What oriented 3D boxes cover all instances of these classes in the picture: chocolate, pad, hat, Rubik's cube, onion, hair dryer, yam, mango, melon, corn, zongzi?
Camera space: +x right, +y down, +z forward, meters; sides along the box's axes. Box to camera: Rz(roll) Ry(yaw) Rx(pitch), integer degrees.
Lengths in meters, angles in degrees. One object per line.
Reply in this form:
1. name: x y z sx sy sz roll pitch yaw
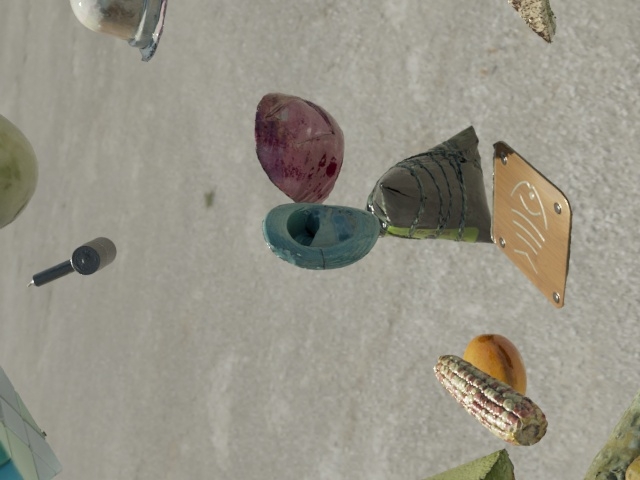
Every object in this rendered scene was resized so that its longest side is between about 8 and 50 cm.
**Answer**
1. chocolate: -0.329 -0.401 1.403 0.221 0.147 0.221 -172 90 -72
2. pad: 0.439 -0.038 1.833 0.286 0.018 0.284 -125 22 -50
3. hat: 0.000 0.000 1.414 0.138 0.190 0.078 -83 -4 -48
4. Rubik's cube: -0.470 0.295 1.103 0.265 0.213 0.224 57 172 5
5. onion: -0.027 -0.211 1.842 0.111 0.247 0.250 -16 53 34
6. hair dryer: -0.595 0.064 2.052 0.124 0.219 0.072 -61 -53 -80
7. yam: 0.518 0.347 1.399 0.330 0.133 0.133 -58 31 -8
8. mango: 0.389 0.298 1.943 0.141 0.102 0.217 -33 42 15
9. melon: -0.651 -0.127 1.567 0.271 0.308 0.272 10 106 37
10. corn: 0.262 0.246 1.384 0.237 0.079 0.080 37 109 55
11. zongzi: 0.256 -0.120 2.179 0.362 0.383 0.319 76 178 -78

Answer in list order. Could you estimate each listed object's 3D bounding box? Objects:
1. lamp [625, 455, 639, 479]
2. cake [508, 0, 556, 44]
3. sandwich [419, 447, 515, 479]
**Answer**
1. lamp: 0.550 0.355 1.267 0.185 0.161 0.161 -37 36 -5
2. cake: 0.310 -0.335 1.265 0.055 0.140 0.051 4 72 24
3. sandwich: 0.134 0.376 1.147 0.212 0.245 0.063 -32 83 31
